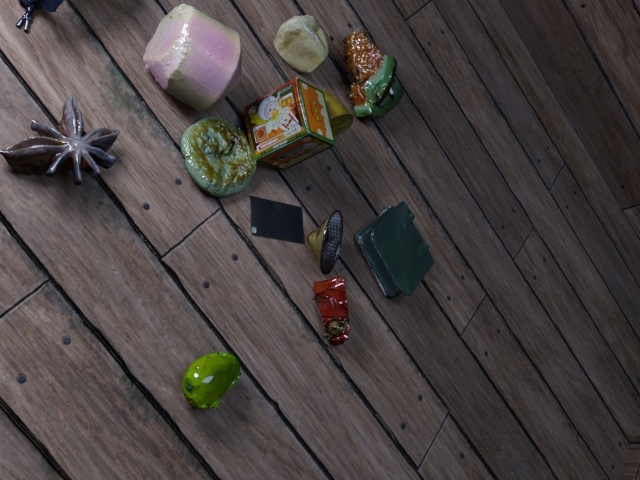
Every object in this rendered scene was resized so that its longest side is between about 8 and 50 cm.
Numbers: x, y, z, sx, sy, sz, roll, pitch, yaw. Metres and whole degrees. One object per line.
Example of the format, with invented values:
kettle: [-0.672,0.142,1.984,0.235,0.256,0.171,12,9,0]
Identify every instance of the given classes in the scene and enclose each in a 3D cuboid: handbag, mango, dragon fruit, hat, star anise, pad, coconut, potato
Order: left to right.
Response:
star anise: [-0.572,-0.213,1.664,0.198,0.110,0.257,36,45,-8]
coconut: [-0.318,-0.470,1.909,0.245,0.233,0.233,27,58,-40]
mango: [-0.263,0.331,1.749,0.178,0.100,0.119,-28,130,-52]
pad: [-0.122,-0.058,2.079,0.193,0.004,0.116,10,69,-40]
potato: [-0.013,-0.389,2.195,0.203,0.178,0.158,-24,80,-53]
hat: [0.000,0.000,2.124,0.193,0.082,0.193,10,90,-74]
dragon fruit: [0.032,0.208,2.096,0.092,0.122,0.192,-7,80,-3]
handbag: [0.251,0.030,2.336,0.260,0.079,0.247,-40,104,-46]

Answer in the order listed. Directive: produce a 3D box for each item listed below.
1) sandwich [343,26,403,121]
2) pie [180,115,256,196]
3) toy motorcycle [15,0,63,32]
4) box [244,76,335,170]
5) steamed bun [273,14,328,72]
sandwich: [0.182,-0.575,2.437,0.250,0.162,0.301,-35,102,-48]
pie: [-0.274,-0.227,1.969,0.240,0.054,0.240,19,61,-38]
toy motorcycle: [-0.598,-0.635,1.727,0.125,0.212,0.358,49,44,-15]
box: [-0.089,-0.325,2.045,0.148,0.195,0.177,16,58,-55]
steamed bun: [-0.052,-0.634,2.277,0.172,0.141,0.155,45,36,-24]
